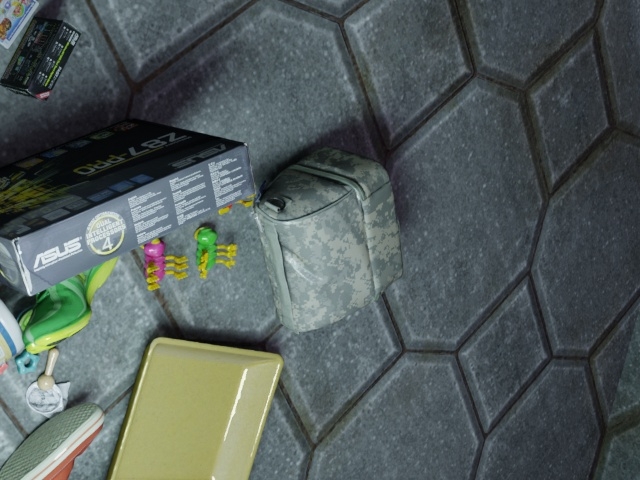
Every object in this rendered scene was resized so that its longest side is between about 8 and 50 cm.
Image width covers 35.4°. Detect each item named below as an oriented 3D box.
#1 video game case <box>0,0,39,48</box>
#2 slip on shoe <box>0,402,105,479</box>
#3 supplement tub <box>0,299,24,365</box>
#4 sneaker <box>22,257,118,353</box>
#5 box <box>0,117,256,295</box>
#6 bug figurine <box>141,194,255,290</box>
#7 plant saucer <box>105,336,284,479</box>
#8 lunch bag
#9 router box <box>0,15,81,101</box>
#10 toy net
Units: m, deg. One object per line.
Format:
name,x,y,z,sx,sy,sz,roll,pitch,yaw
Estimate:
video game case,-0.485,-0.355,1.479,0.122,0.011,0.087,42,73,-44
slip on shoe,-0.470,0.408,1.660,0.101,0.123,0.331,44,79,-28
supplement tub,-0.558,0.162,1.483,0.200,0.144,0.144,-42,129,-28
sneaker,-0.412,0.065,1.568,0.123,0.109,0.295,51,25,-25
box,-0.346,-0.065,1.493,0.395,0.318,0.097,-27,121,-35
bug figurine,-0.243,-0.027,1.784,0.279,0.072,0.216,-17,121,-45
plant saucer,-0.252,0.347,1.894,0.333,0.081,0.332,16,92,-46
lunch bag,0.000,0.000,1.917,0.256,0.213,0.305,-40,135,-36
router box,-0.422,-0.274,1.509,0.038,0.092,0.122,33,80,-46
toy net,-0.475,0.218,1.655,0.122,0.045,0.232,-33,125,-34
